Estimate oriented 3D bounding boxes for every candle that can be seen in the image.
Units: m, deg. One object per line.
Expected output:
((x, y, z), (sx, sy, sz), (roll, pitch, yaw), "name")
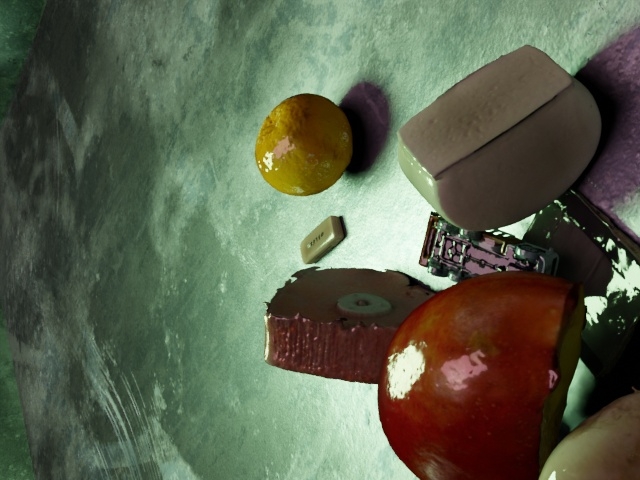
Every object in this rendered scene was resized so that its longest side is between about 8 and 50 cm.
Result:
((0.047, 0.139, 1.590), (0.317, 0.287, 0.131), (20, 111, 53), "candle")

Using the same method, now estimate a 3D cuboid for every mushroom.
((0.342, 0.272, 1.147), (0.290, 0.293, 0.292), (-113, 35, -68), "mushroom")

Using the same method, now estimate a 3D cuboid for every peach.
((0.217, 0.163, 1.256), (0.338, 0.281, 0.281), (-42, 55, 52), "peach")

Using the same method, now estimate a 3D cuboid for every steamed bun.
((0.232, -0.119, 1.378), (0.242, 0.164, 0.146), (-35, 44, 3), "steamed bun")

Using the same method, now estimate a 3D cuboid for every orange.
((-0.028, -0.161, 1.818), (0.177, 0.155, 0.177), (-32, 30, 21), "orange")

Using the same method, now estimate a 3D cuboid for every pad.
((0.333, 0.044, 1.382), (0.233, 0.022, 0.174), (54, 133, 45), "pad")

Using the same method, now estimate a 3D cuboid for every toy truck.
((0.234, 0.022, 1.429), (0.178, 0.115, 0.080), (23, 109, 34), "toy truck")

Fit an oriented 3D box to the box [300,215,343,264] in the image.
((0.000, 0.000, 1.894), (0.115, 0.025, 0.048), (-40, 57, 49), "box")
